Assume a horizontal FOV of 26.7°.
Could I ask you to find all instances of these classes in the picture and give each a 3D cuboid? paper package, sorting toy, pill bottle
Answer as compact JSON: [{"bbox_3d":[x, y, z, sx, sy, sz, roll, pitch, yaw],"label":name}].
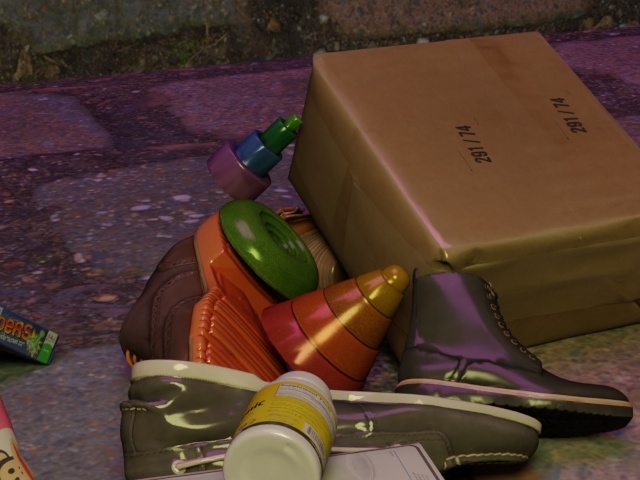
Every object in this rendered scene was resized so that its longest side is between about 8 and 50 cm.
[{"bbox_3d":[0.164,-0.050,1.391,0.310,0.168,0.325,-9,44,-24],"label":"paper package"},{"bbox_3d":[-0.007,-0.008,1.300,0.127,0.126,0.365,35,20,-40],"label":"sorting toy"},{"bbox_3d":[-0.023,0.132,0.910,0.065,0.065,0.116,1,17,9],"label":"pill bottle"}]

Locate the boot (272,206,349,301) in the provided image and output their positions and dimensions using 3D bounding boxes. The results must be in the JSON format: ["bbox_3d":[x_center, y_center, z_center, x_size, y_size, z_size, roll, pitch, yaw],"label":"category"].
[{"bbox_3d":[0.000,0.000,1.564,0.220,0.109,0.283,6,27,36],"label":"boot"}]

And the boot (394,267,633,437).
[{"bbox_3d":[0.166,0.090,1.150,0.198,0.077,0.137,7,63,-1],"label":"boot"}]

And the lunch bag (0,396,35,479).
[{"bbox_3d":[-0.345,0.178,0.890,0.293,0.120,0.258,-25,13,-27],"label":"lunch bag"}]

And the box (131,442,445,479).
[{"bbox_3d":[-0.049,0.222,0.882,0.290,0.087,0.169,-6,18,-10],"label":"box"}]

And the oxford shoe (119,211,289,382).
[{"bbox_3d":[-0.113,0.109,1.246,0.133,0.130,0.363,-33,22,12],"label":"oxford shoe"}]

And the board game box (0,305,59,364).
[{"bbox_3d":[-0.379,0.070,1.349,0.201,0.035,0.136,11,-15,33],"label":"board game box"}]

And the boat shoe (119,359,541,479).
[{"bbox_3d":[0.008,0.164,1.048,0.335,0.095,0.112,9,-17,-13],"label":"boat shoe"}]
